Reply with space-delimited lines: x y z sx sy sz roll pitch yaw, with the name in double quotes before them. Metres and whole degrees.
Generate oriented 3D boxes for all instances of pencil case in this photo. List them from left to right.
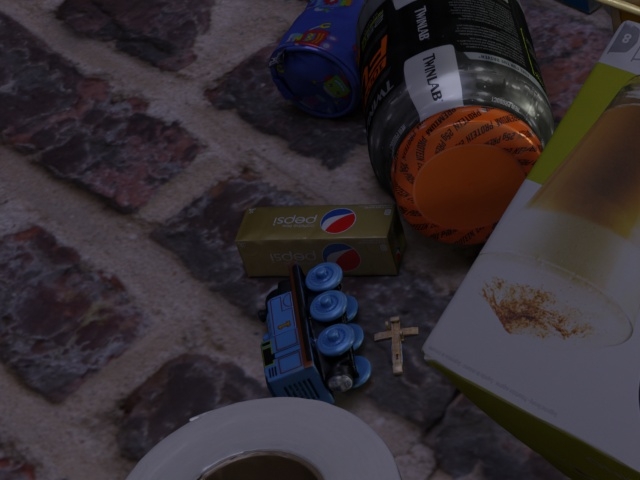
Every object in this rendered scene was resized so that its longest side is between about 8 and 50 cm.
"pencil case" 0.031 -0.286 2.106 0.133 0.119 0.306 -5 41 30

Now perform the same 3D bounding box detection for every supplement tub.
"supplement tub" 0.150 -0.160 1.843 0.207 0.207 0.338 -12 37 6

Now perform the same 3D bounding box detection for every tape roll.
"tape roll" -0.053 0.280 1.516 0.286 0.100 0.286 -10 41 9

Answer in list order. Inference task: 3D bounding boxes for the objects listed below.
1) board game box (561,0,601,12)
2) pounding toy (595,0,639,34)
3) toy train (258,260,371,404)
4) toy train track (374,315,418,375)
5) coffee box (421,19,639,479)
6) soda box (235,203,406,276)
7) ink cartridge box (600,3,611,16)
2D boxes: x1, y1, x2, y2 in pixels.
"board game box" 0.278 -0.467 2.077 0.097 0.303 0.224 -37 44 -21
"pounding toy" 0.394 -0.268 1.939 0.130 0.141 0.100 -1 44 19
"toy train" -0.012 0.098 1.725 0.105 0.080 0.184 -19 40 7
"toy train track" 0.080 0.108 1.728 0.048 0.014 0.083 -10 42 9
"coffee box" 0.356 0.083 1.337 0.337 0.338 0.334 27 81 40
"soda box" 0.000 0.000 1.839 0.181 0.061 0.058 -1 44 18
"ink cartridge box" 0.424 -0.336 1.985 0.180 0.104 0.060 -25 33 34
